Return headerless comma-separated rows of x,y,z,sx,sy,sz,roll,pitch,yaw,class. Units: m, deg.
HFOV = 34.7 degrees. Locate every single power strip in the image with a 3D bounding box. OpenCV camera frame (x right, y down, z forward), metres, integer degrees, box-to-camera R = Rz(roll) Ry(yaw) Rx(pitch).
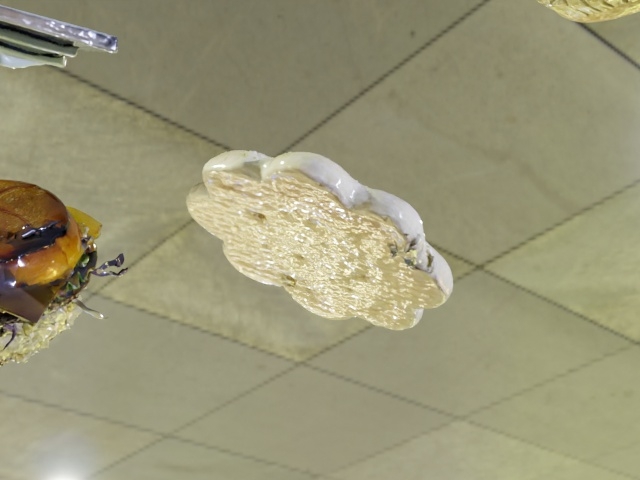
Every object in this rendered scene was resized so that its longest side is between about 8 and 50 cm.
-0.369,-0.238,1.210,0.213,0.065,0.198,10,-174,-32,power strip

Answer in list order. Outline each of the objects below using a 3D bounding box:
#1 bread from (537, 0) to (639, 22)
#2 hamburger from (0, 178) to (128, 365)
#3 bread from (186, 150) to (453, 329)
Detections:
0.402,-0.372,1.346,0.236,0.140,0.106,-13,158,43,bread
-0.314,0.035,0.923,0.261,0.243,0.139,8,115,6,hamburger
0.000,0.000,1.104,0.316,0.054,0.316,21,155,10,bread
